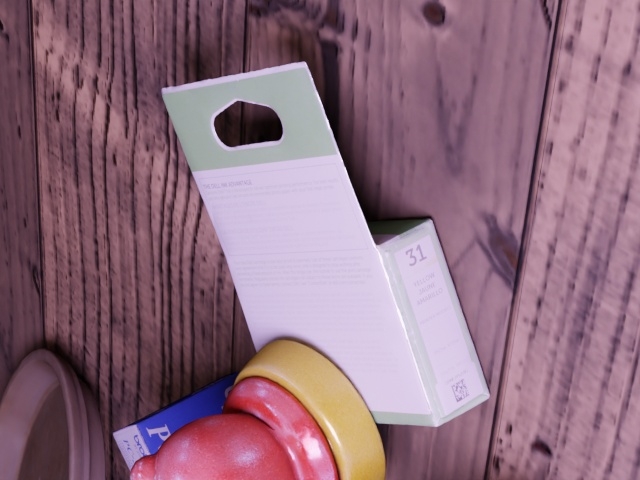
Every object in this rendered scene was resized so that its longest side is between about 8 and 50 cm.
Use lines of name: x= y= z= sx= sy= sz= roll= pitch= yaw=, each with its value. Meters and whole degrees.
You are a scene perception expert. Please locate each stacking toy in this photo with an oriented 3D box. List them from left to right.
stacking toy: x=0.018 y=0.249 z=1.142 sx=0.309 sy=0.130 sz=0.279 roll=34 pitch=139 yaw=33

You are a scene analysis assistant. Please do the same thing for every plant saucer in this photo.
plant saucer: x=-0.236 y=0.229 z=1.525 sx=0.278 sy=0.041 sz=0.278 roll=-171 pitch=90 yaw=-66

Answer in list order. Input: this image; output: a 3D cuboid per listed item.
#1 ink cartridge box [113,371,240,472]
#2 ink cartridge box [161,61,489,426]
ink cartridge box: x=-0.061 y=0.210 z=1.326 sx=0.046 sy=0.097 sz=0.207 roll=-26 pitch=90 yaw=56
ink cartridge box: x=0.000 y=0.000 z=1.145 sx=0.171 sy=0.056 sz=0.235 roll=-3 pitch=108 yaw=54
